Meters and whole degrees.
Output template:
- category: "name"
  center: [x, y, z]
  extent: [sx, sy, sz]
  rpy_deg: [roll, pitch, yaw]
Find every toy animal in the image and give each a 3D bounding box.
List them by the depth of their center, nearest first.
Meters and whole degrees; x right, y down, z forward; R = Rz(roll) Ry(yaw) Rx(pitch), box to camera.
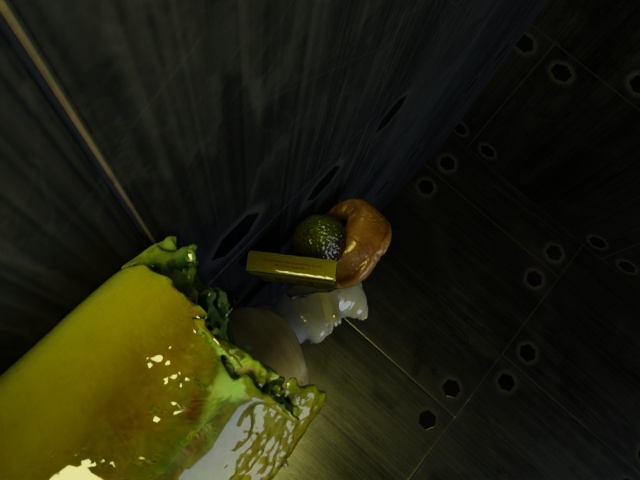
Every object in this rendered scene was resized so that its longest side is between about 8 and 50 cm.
- category: "toy animal"
  center: [-0.187, 0.132, 0.953]
  extent: [0.220, 0.062, 0.108]
  rpy_deg: [98, 14, -78]
- category: "toy animal"
  center: [-0.032, 0.167, 1.347]
  extent: [0.325, 0.154, 0.208]
  rpy_deg: [-9, -159, -14]

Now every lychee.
- category: "lychee"
  center: [0.000, 0.000, 1.135]
  extent: [0.114, 0.114, 0.146]
  rpy_deg: [-47, 166, -17]

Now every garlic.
- category: "garlic"
  center: [-0.165, 0.275, 1.048]
  extent: [0.286, 0.249, 0.313]
  rpy_deg: [-19, -165, -33]

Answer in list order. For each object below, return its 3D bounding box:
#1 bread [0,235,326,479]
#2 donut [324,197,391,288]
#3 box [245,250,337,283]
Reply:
- category: "bread"
  center: [-0.182, 0.205, 0.469]
  extent: [0.376, 0.208, 0.251]
  rpy_deg: [-45, 129, -20]
- category: "donut"
  center: [0.059, 0.005, 1.283]
  extent: [0.226, 0.114, 0.227]
  rpy_deg: [-36, -153, 22]
- category: "box"
  center: [-0.046, 0.061, 1.049]
  extent: [0.279, 0.153, 0.041]
  rpy_deg: [86, 12, -82]
